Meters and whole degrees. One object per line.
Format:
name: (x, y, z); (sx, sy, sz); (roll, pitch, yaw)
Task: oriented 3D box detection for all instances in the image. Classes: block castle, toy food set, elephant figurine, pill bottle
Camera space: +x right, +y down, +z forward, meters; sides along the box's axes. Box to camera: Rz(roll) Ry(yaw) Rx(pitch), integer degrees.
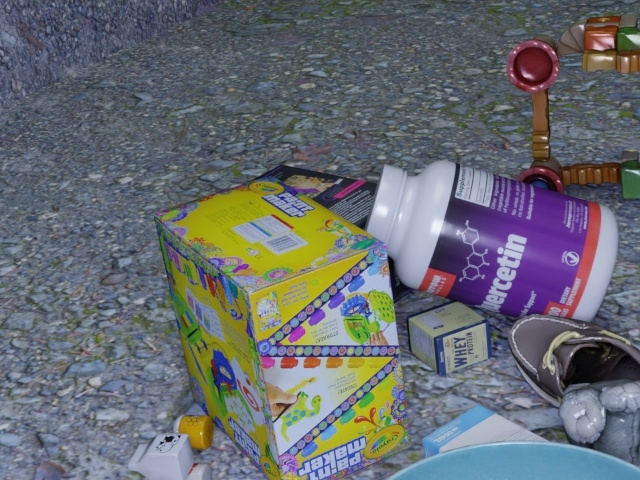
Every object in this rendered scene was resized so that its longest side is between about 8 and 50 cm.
block castle: (0.536, -0.198, 1.936); (0.453, 0.303, 0.213); (0, 19, 17)
toy food set: (-0.199, 0.283, 1.334); (0.105, 0.111, 0.232); (-1, 28, 15)
elephant figurine: (0.323, 0.259, 1.207); (0.169, 0.239, 0.186); (-13, -7, 27)
pill bottle: (0.224, 0.001, 1.628); (0.323, 0.181, 0.181); (15, 26, 0)

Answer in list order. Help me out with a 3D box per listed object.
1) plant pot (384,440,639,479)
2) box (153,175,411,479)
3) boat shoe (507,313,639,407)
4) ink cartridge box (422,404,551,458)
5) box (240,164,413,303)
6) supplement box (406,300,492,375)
plant pot: (0.169, 0.330, 1.013); (0.290, 0.195, 0.290); (-6, 25, 3)
box: (-0.051, 0.108, 1.472); (0.177, 0.279, 0.290); (-19, 27, -23)
boat shoe: (0.325, 0.157, 1.427); (0.116, 0.097, 0.324); (-50, 35, -3)
ink cartridge box: (0.192, 0.257, 1.293); (0.090, 0.092, 0.143); (-24, 28, -30)
box: (0.000, 0.000, 1.829); (0.270, 0.165, 0.143); (14, 33, 41)
supplement box: (0.173, 0.129, 1.622); (0.083, 0.056, 0.083); (-18, 26, -20)
